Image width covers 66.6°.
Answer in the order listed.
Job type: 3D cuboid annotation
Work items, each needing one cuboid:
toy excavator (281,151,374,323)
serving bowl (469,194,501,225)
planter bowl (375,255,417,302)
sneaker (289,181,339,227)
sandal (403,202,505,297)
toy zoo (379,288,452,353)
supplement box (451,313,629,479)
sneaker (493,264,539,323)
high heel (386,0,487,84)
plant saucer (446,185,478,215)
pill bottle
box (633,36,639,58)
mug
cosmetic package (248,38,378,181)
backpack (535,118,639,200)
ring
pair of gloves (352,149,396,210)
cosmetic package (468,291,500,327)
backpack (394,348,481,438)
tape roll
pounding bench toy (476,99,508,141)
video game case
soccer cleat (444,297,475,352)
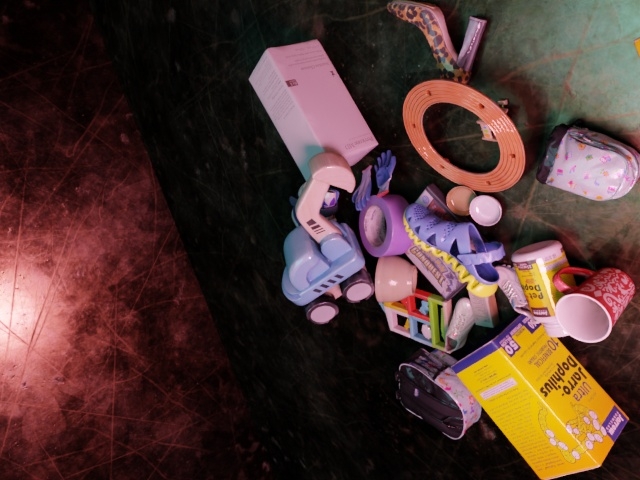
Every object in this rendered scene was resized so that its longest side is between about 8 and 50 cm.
[{"bbox_3d":[0.000,0.000,1.473,0.433,0.445,0.222,-35,41,17],"label":"toy excavator"},{"bbox_3d":[0.433,-0.081,1.267,0.083,0.027,0.083,22,126,33],"label":"serving bowl"},{"bbox_3d":[0.246,0.122,1.545,0.109,0.162,0.161,4,118,21],"label":"planter bowl"},{"bbox_3d":[0.018,-0.064,1.713,0.322,0.130,0.236,57,149,18],"label":"sneaker"},{"bbox_3d":[0.360,-0.003,1.286,0.317,0.126,0.138,40,135,16],"label":"sandal"},{"bbox_3d":[0.309,0.245,1.629,0.293,0.030,0.192,16,123,46],"label":"toy zoo"},{"bbox_3d":[0.560,0.394,1.269,0.356,0.194,0.195,51,143,15],"label":"supplement box"},{"bbox_3d":[0.512,0.139,1.266,0.191,0.083,0.071,44,142,27],"label":"sneaker"},{"bbox_3d":[0.254,-0.471,1.188,0.261,0.093,0.186,30,127,25],"label":"high heel"},{"bbox_3d":[0.383,-0.108,1.313,0.084,0.015,0.083,13,120,25],"label":"plant saucer"},{"bbox_3d":[0.547,0.115,1.165,0.117,0.117,0.214,-19,92,54],"label":"pill bottle"},{"bbox_3d":[0.638,-0.219,0.702,0.177,0.290,0.279,-18,98,54],"label":"box"},{"bbox_3d":[0.601,0.116,1.064,0.113,0.169,0.150,-16,98,55],"label":"mug"},{"bbox_3d":[-0.023,-0.394,1.488,0.384,0.217,0.156,58,145,5],"label":"cosmetic package"},{"bbox_3d":[0.553,-0.151,1.004,0.182,0.115,0.151,30,130,34],"label":"backpack"},{"bbox_3d":[0.343,-0.252,1.182,0.337,0.032,0.336,38,162,15],"label":"ring"},{"bbox_3d":[0.158,-0.179,1.479,0.198,0.023,0.159,-31,42,52],"label":"pair of gloves"},{"bbox_3d":[0.465,0.185,1.387,0.060,0.041,0.115,4,115,50],"label":"cosmetic package"},{"bbox_3d":[0.387,0.486,1.546,0.254,0.191,0.225,32,137,46],"label":"backpack"},{"bbox_3d":[0.199,-0.046,1.490,0.189,0.080,0.188,22,115,61],"label":"tape roll"},{"bbox_3d":[0.419,-0.281,1.147,0.052,0.083,0.065,25,161,44],"label":"pounding bench toy"},{"bbox_3d":[0.350,0.011,1.427,0.274,0.035,0.248,51,143,17],"label":"video game case"},{"bbox_3d":[0.417,0.259,1.463,0.068,0.076,0.196,32,134,37],"label":"soccer cleat"}]
